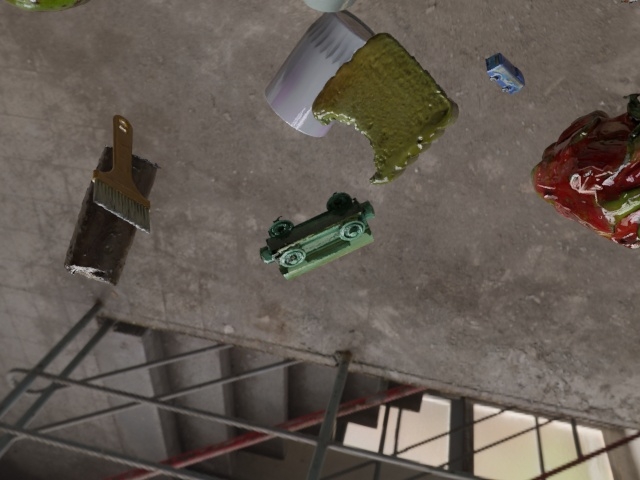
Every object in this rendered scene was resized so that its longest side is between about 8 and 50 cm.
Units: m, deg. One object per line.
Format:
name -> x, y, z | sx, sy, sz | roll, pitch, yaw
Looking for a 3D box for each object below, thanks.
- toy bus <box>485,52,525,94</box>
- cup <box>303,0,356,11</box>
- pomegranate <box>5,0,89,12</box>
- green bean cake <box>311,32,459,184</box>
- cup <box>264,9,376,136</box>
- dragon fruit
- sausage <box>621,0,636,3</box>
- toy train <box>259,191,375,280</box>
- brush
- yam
toy bus -> 0.507, -0.456, 1.398 | 0.153, 0.051, 0.061 | 16, 156, -41
cup -> -0.009, -0.537, 0.937 | 0.186, 0.258, 0.234 | 45, 165, 14
pomegranate -> -0.422, -0.465, 0.753 | 0.211, 0.211, 0.263 | 30, 144, -4
green bean cake -> 0.130, -0.260, 1.030 | 0.233, 0.124, 0.236 | -43, 82, 25
cup -> 0.008, -0.539, 1.645 | 0.253, 0.253, 0.371 | 37, 123, -8
dragon fruit -> 0.416, -0.117, 0.689 | 0.198, 0.200, 0.269 | 5, 140, -7
sausage -> 0.722, -0.753, 1.272 | 0.082, 0.082, 0.371 | -33, 132, 31
toy train -> 0.003, 0.007, 1.284 | 0.307, 0.126, 0.190 | -25, 134, 0
brush -> -0.324, -0.127, 0.835 | 0.013, 0.272, 0.103 | -35, 137, 17
yam -> -0.428, -0.055, 1.042 | 0.131, 0.280, 0.131 | 14, 166, 3
